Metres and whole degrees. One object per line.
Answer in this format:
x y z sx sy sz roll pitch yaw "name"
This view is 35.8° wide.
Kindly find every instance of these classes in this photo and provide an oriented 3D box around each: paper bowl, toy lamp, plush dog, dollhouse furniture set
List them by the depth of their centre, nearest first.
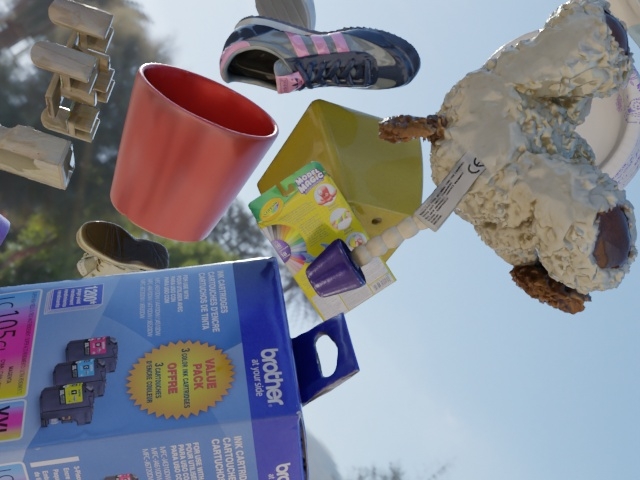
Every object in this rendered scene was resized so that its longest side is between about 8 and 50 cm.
0.180 -0.057 0.895 0.211 0.262 0.225 -3 -23 20 "plush dog"
0.105 -0.008 1.373 0.080 0.275 0.080 55 9 -13 "toy lamp"
-0.428 -0.224 1.510 0.161 0.242 0.212 18 -21 -5 "dollhouse furniture set"
0.377 -0.180 1.562 0.284 0.284 0.148 45 12 26 "paper bowl"

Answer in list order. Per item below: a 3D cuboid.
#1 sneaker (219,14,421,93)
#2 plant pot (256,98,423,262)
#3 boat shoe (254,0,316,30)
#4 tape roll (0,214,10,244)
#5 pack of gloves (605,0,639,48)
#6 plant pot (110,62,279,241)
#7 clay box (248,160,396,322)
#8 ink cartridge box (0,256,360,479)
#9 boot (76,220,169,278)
-0.007 -0.267 1.554 0.319 0.131 0.112 8 -45 17 "sneaker"
0.048 -0.070 1.607 0.212 0.212 0.187 -53 -143 36 "plant pot"
-0.065 -0.470 1.706 0.109 0.094 0.302 10 -34 23 "boat shoe"
-0.649 0.014 1.767 0.080 0.189 0.189 42 -10 -26 "tape roll"
0.385 -0.223 1.093 0.232 0.046 0.195 47 -5 -8 "pack of gloves"
-0.244 -0.148 1.771 0.275 0.243 0.275 24 20 -9 "plant pot"
0.000 0.000 1.455 0.222 0.127 0.053 57 0 -16 "clay box"
-0.161 0.161 1.061 0.270 0.395 0.151 -105 -169 -54 "ink cartridge box"
-0.426 0.032 1.934 0.165 0.077 0.213 -17 -25 34 "boot"
